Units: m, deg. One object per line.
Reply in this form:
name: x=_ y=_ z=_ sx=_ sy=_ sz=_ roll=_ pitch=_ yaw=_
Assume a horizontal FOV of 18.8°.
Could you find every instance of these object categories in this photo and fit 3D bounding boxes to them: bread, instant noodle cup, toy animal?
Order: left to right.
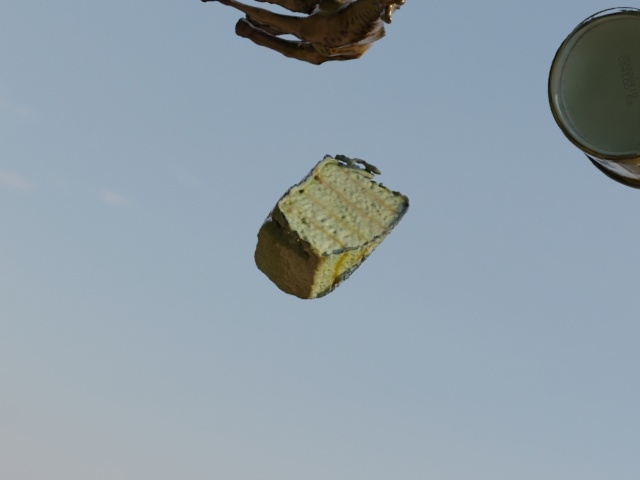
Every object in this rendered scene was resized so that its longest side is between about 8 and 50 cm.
bread: x=0.003 y=-0.001 z=1.808 sx=0.103 sy=0.156 sz=0.110 roll=40 pitch=-51 yaw=17
toy animal: x=0.006 y=-0.193 z=1.659 sx=0.149 sy=0.054 sz=0.275 roll=29 pitch=-12 yaw=-38
instant noodle cup: x=0.301 y=-0.140 z=1.823 sx=0.182 sy=0.182 sz=0.144 roll=18 pitch=6 yaw=24
